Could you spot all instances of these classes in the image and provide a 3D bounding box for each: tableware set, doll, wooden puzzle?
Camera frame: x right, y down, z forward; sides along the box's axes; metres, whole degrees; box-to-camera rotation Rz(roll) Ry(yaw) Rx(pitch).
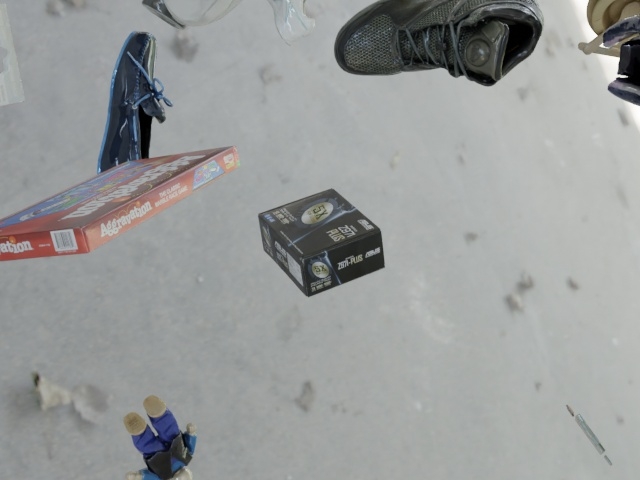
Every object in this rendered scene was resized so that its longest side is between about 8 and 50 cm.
[{"bbox_3d":[0.384,-0.230,1.164,0.194,0.128,0.039,11,44,2],"label":"tableware set"},{"bbox_3d":[-0.235,0.311,1.597,0.129,0.046,0.189,-41,140,-20],"label":"doll"},{"bbox_3d":[0.308,0.221,1.236,0.083,0.006,0.049,56,2,19],"label":"wooden puzzle"}]

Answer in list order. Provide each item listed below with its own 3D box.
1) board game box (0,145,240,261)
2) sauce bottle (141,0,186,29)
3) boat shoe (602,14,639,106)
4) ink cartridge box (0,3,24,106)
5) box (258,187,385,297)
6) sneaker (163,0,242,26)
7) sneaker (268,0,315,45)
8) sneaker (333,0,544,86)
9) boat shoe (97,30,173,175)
[{"bbox_3d":[-0.205,-0.039,1.050,0.281,0.145,0.027,-39,121,-60],"label":"board game box"},{"bbox_3d":[-0.131,-0.456,1.494,0.111,0.111,0.344,30,90,-40],"label":"sauce bottle"},{"bbox_3d":[0.382,-0.153,0.914,0.158,0.340,0.127,-15,102,-15],"label":"boat shoe"},{"bbox_3d":[-0.515,-0.211,1.418,0.232,0.066,0.189,-10,58,-15],"label":"ink cartridge box"},{"bbox_3d":[0.000,0.000,1.798,0.147,0.180,0.077,-19,123,-18],"label":"box"},{"bbox_3d":[-0.114,-0.287,0.887,0.114,0.305,0.152,43,56,14],"label":"sneaker"},{"bbox_3d":[-0.055,-0.385,1.693,0.152,0.061,0.053,65,17,0],"label":"sneaker"},{"bbox_3d":[0.125,-0.212,1.141,0.130,0.227,0.087,-82,166,-66],"label":"sneaker"},{"bbox_3d":[-0.280,-0.201,1.713,0.109,0.089,0.258,5,93,-74],"label":"boat shoe"}]
